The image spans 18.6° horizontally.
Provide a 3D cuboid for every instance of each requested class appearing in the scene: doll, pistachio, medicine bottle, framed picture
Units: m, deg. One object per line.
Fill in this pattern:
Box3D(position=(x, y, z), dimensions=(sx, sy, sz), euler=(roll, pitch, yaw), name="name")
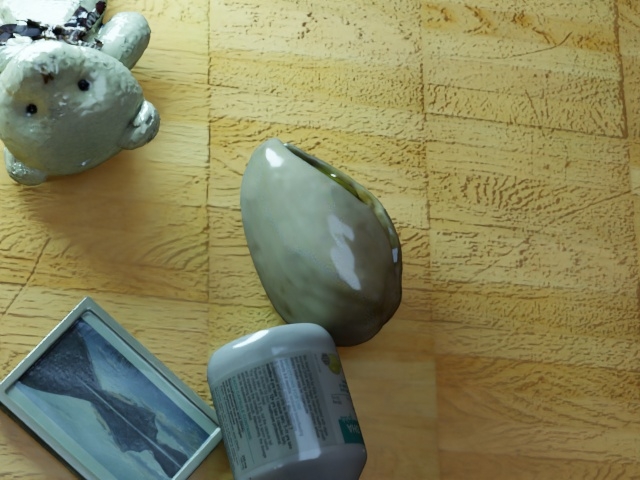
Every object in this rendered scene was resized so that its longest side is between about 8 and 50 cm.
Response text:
Box3D(position=(-0.275, -0.205, 2.028), dimensions=(0.175, 0.149, 0.278), euler=(-20, 59, 9), name="doll")
Box3D(position=(0.000, 0.000, 2.030), dimensions=(0.153, 0.138, 0.238), euler=(-25, 75, 10), name="pistachio")
Box3D(position=(-0.025, 0.202, 1.936), dimensions=(0.135, 0.135, 0.215), euler=(-10, 72, -22), name="medicine bottle")
Box3D(position=(-0.208, 0.172, 1.955), dimensions=(0.203, 0.015, 0.150), euler=(43, 61, 1), name="framed picture")
